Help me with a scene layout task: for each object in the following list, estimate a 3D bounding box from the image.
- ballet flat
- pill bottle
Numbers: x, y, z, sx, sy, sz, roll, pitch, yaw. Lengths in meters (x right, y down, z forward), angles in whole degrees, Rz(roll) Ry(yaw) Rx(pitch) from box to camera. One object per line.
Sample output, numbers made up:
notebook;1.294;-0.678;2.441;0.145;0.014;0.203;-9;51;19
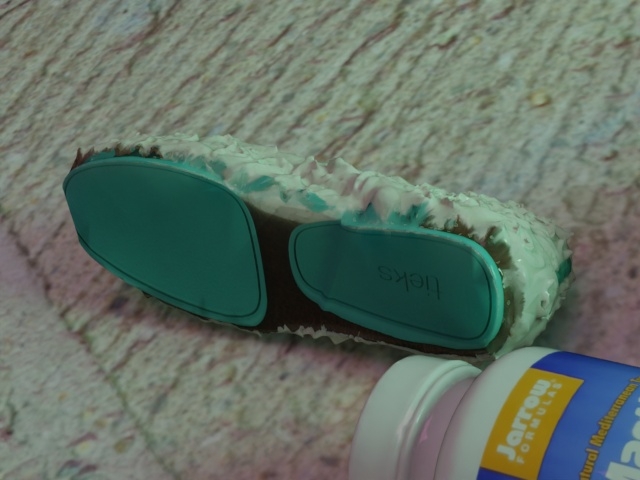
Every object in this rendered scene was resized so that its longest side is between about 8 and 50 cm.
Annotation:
ballet flat;0.000;0.000;1.060;0.409;0.147;0.147;14;55;34
pill bottle;0.155;0.141;0.790;0.272;0.152;0.152;11;53;34
